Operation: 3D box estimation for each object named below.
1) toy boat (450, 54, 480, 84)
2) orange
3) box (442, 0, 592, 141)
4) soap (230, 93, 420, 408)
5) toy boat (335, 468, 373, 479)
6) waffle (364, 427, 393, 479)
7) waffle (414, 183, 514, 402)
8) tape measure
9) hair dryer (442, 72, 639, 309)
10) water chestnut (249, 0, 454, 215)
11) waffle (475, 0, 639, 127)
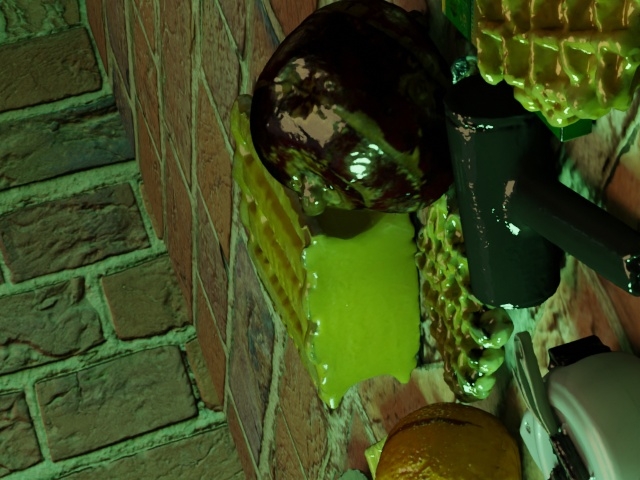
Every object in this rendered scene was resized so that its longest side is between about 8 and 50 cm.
[{"bbox_3d":[0.144,-0.133,1.364,0.038,0.038,0.083,-148,41,-71],"label":"toy boat"},{"bbox_3d":[0.134,0.268,1.555,0.193,0.161,0.193,0,-90,-80],"label":"orange"},{"bbox_3d":[0.162,-0.198,1.220,0.235,0.034,0.132,-121,20,-48],"label":"box"},{"bbox_3d":[0.000,0.000,1.859,0.335,0.156,0.293,-122,18,-50],"label":"soap"},{"bbox_3d":[0.075,0.467,2.233,0.276,0.111,0.294,-116,29,-56],"label":"toy boat"},{"bbox_3d":[0.132,0.361,1.937,0.248,0.055,0.221,121,133,-72],"label":"waffle"},{"bbox_3d":[0.151,0.061,1.517,0.223,0.054,0.204,100,160,-62],"label":"waffle"},{"bbox_3d":[0.232,0.177,1.210,0.178,0.105,0.196,89,162,-46],"label":"tape measure"},{"bbox_3d":[0.194,-0.014,1.215,0.251,0.089,0.197,40,143,57],"label":"hair dryer"},{"bbox_3d":[0.049,-0.138,1.440,0.223,0.238,0.224,33,153,19],"label":"water chestnut"},{"bbox_3d":[0.185,-0.190,1.016,0.219,0.057,0.229,-159,63,-64],"label":"waffle"}]
